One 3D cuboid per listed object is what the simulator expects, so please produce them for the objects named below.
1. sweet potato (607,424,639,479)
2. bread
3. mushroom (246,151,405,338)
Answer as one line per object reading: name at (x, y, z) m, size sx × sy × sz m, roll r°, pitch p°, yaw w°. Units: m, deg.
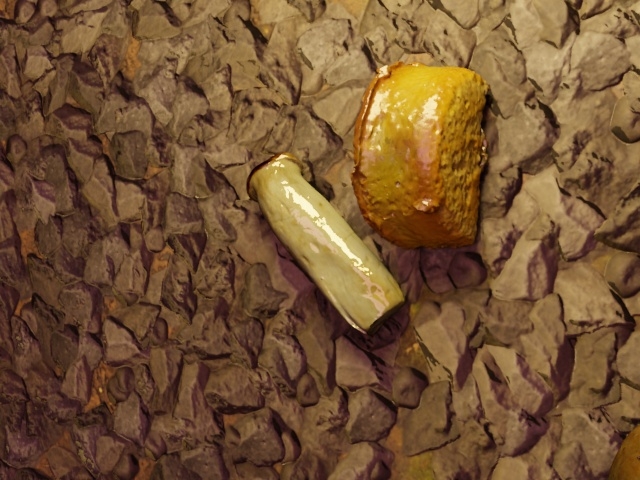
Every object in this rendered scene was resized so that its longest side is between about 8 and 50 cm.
sweet potato at (0.395, 0.399, 1.010) m, size 0.131 × 0.130 × 0.422 m, roll -1°, pitch 89°, yaw 30°
bread at (0.126, -0.116, 1.181) m, size 0.160 × 0.147 × 0.260 m, roll 8°, pitch 92°, yaw 33°
mushroom at (0.000, 0.000, 1.287) m, size 0.100 × 0.081 × 0.312 m, roll -48°, pitch 68°, yaw 26°
